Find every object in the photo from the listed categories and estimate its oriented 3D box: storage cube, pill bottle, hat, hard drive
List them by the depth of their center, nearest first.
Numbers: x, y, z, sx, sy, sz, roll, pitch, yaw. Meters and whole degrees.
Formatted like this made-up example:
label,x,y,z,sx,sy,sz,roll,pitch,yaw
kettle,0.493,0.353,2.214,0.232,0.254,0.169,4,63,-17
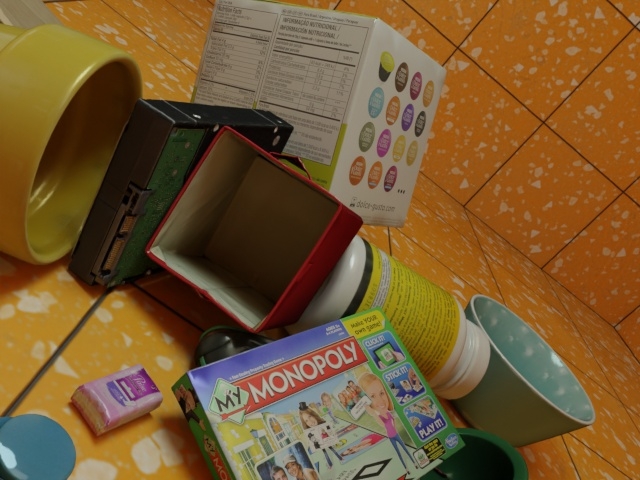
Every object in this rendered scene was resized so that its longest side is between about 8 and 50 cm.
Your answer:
label,x,y,z,sx,sy,sz,roll,pitch,yaw
storage cube,-0.074,-0.009,0.819,0.183,0.215,0.193,34,3,12
hard drive,-0.175,-0.073,0.849,0.064,0.237,0.339,33,19,12
hat,0.216,0.397,0.891,0.208,0.183,0.173,-5,22,-3
pill bottle,0.115,0.135,1.009,0.334,0.188,0.188,31,23,-24

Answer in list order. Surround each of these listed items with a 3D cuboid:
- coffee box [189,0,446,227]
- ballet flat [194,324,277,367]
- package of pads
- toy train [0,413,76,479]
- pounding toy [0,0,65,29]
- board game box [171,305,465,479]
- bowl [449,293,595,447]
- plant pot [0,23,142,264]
label,x,y,z,sx,sy,sz,roll,pitch,yaw
coffee box,-0.009,-0.233,1.168,0.338,0.334,0.337,20,9,29
ballet flat,-0.036,0.181,0.807,0.280,0.095,0.096,12,43,-34
package of pads,-0.204,0.160,0.620,0.050,0.032,0.083,50,22,15
toy train,-0.230,0.206,0.319,0.105,0.143,0.248,38,20,-6
pounding toy,-0.403,-0.210,0.815,0.206,0.181,0.094,49,36,-9
board game box,0.012,0.209,0.714,0.317,0.046,0.213,-12,64,-45
bowl,0.355,0.272,1.188,0.311,0.163,0.311,34,21,-15
plant pot,-0.360,-0.133,0.671,0.239,0.254,0.254,24,22,-1
